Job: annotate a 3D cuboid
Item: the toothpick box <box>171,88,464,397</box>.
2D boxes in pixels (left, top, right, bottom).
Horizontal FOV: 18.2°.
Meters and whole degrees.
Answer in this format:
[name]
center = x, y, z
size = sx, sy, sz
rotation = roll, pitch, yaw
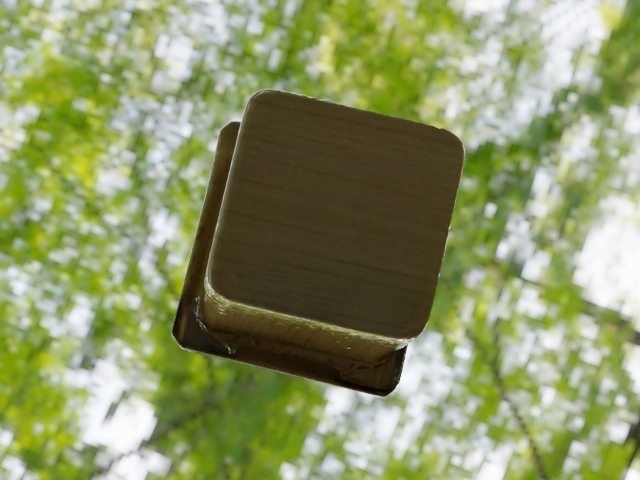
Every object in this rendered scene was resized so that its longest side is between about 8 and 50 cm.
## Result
[toothpick box]
center = 0.000, 0.000, 1.443
size = 0.308, 0.187, 0.190
rotation = 123, 161, -83
